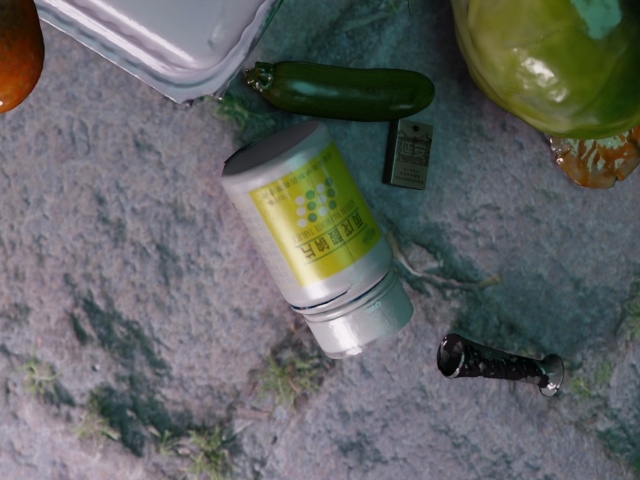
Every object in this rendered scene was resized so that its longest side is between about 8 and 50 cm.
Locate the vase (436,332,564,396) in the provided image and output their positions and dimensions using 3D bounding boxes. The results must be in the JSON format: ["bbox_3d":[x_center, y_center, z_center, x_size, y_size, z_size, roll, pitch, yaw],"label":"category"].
[{"bbox_3d":[0.234,0.161,1.928,0.167,0.059,0.059,12,86,-28],"label":"vase"}]

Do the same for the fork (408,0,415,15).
[{"bbox_3d":[0.116,-0.340,1.878,0.016,0.012,0.115,-1,97,-24],"label":"fork"}]

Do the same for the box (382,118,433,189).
[{"bbox_3d":[0.110,-0.107,1.873,0.053,0.024,0.083,8,89,-28],"label":"box"}]

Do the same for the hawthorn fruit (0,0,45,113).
[{"bbox_3d":[-0.370,-0.213,1.534,0.189,0.189,0.189,-1,92,-28],"label":"hawthorn fruit"}]

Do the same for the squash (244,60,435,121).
[{"bbox_3d":[0.031,-0.178,1.805,0.258,0.069,0.069,0,91,-28],"label":"squash"}]

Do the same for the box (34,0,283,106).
[{"bbox_3d":[-0.178,-0.313,1.626,0.336,0.106,0.264,30,96,-26],"label":"box"}]

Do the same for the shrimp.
[{"bbox_3d":[0.390,-0.214,2.002,0.154,0.062,0.294,18,84,-22],"label":"shrimp"}]

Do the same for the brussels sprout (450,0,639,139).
[{"bbox_3d":[0.305,-0.285,1.852,0.344,0.268,0.344,17,57,-29],"label":"brussels sprout"}]

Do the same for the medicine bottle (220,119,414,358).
[{"bbox_3d":[0.000,0.000,1.751,0.143,0.143,0.258,-35,108,-23],"label":"medicine bottle"}]
